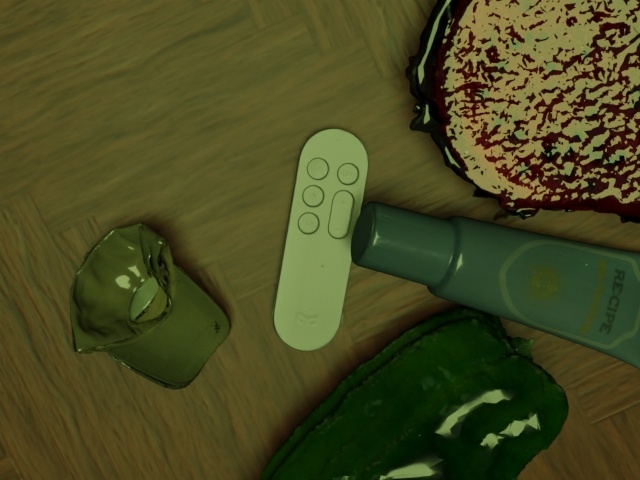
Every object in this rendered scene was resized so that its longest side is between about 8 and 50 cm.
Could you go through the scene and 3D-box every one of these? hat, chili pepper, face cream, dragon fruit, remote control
[{"bbox_3d":[-0.186,0.080,1.161,0.147,0.085,0.175,-48,120,-6],"label":"hat"},{"bbox_3d":[0.087,0.239,1.137,0.385,0.167,0.213,-44,95,5],"label":"chili pepper"},{"bbox_3d":[0.221,0.039,1.146,0.385,0.086,0.135,15,89,-15],"label":"face cream"},{"bbox_3d":[0.226,-0.189,1.109,0.282,0.100,0.343,1,106,-3],"label":"dragon fruit"},{"bbox_3d":[0.000,0.000,1.172,0.077,0.022,0.244,10,97,-2],"label":"remote control"}]
